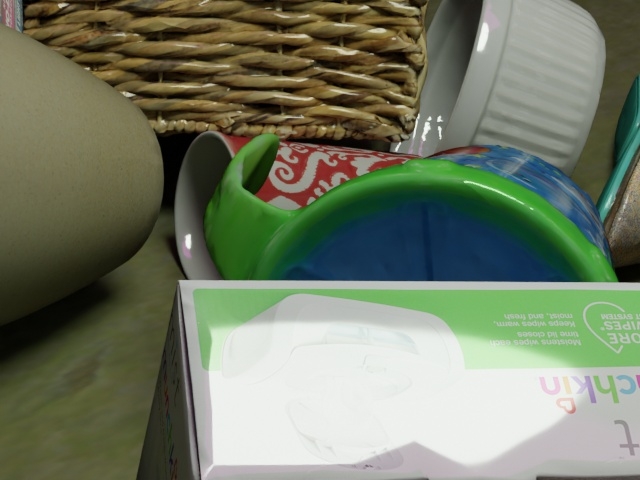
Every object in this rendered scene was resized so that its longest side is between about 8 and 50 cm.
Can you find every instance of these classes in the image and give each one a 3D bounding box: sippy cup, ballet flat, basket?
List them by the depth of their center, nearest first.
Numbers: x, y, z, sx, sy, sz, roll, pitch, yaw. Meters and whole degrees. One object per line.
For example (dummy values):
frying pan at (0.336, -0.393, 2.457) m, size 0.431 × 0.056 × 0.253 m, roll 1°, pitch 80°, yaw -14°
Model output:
sippy cup at (0.090, 0.043, 1.231) m, size 0.240 × 0.305 × 0.224 m, roll -23°, pitch 9°, yaw 21°
basket at (-0.072, -0.193, 1.480) m, size 0.299 × 0.213 × 0.223 m, roll 1°, pitch 11°, yaw -1°
ballet flat at (0.285, -0.054, 1.573) m, size 0.106 × 0.107 × 0.316 m, roll 23°, pitch 32°, yaw 4°

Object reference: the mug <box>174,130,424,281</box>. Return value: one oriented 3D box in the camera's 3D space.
mug at (-0.005, -0.001, 1.393) m, size 0.169 × 0.150 × 0.113 m, roll 0°, pitch -8°, yaw -29°

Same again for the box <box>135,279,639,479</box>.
box at (0.045, 0.136, 0.987) m, size 0.262 × 0.231 × 0.126 m, roll 0°, pitch 50°, yaw -12°

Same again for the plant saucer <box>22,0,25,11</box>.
plant saucer at (-0.250, -0.201, 1.581) m, size 0.195 × 0.195 × 0.037 m, roll -23°, pitch 83°, yaw -45°

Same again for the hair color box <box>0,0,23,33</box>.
hair color box at (-0.386, -0.188, 1.347) m, size 0.347 × 0.105 × 0.174 m, roll -9°, pitch 66°, yaw 8°

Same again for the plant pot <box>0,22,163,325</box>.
plant pot at (-0.236, -0.043, 1.240) m, size 0.256 × 0.256 × 0.274 m, roll 35°, pitch 21°, yaw 33°

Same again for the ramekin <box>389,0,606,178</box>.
ramekin at (0.137, -0.105, 1.505) m, size 0.109 × 0.207 × 0.207 m, roll 18°, pitch 29°, yaw -10°
